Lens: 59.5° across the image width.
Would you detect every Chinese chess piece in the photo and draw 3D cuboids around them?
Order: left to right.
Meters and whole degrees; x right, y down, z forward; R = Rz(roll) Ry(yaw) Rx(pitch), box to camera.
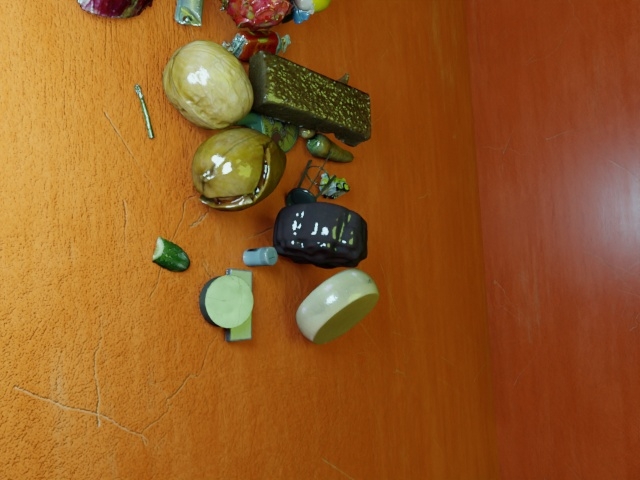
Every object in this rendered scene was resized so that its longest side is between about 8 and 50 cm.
[{"bbox_3d":[0.052,0.199,1.683,0.273,0.273,0.102,0,47,-55],"label":"Chinese chess piece"}]

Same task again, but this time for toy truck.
[{"bbox_3d":[0.041,-0.187,1.875,0.111,0.076,0.076,4,65,-52],"label":"toy truck"}]

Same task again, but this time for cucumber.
[{"bbox_3d":[-0.344,0.038,1.328,0.107,0.035,0.067,34,57,-50],"label":"cucumber"}]

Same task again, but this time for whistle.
[{"bbox_3d":[-0.324,-0.699,1.436,0.068,0.057,0.326,5,78,-9],"label":"whistle"}]

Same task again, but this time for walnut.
[{"bbox_3d":[-0.268,-0.367,1.349,0.221,0.196,0.195,54,46,-35],"label":"walnut"},{"bbox_3d":[-0.194,-0.195,1.437,0.336,0.209,0.208,-50,125,-55],"label":"walnut"}]

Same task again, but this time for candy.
[{"bbox_3d":[-0.184,-0.554,1.594,0.292,0.059,0.086,-27,149,-50],"label":"candy"}]

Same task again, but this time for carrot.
[{"bbox_3d":[0.053,-0.300,1.910,0.298,0.078,0.078,7,80,-58],"label":"carrot"}]

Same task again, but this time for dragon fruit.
[{"bbox_3d":[-0.188,-0.697,1.509,0.268,0.210,0.205,53,41,9],"label":"dragon fruit"}]

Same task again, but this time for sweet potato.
[{"bbox_3d":[0.011,-0.423,1.842,0.354,0.095,0.106,-58,175,-38],"label":"sweet potato"}]

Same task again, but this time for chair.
[{"bbox_3d":[-0.024,-0.179,1.743,0.104,0.095,0.221,29,57,0],"label":"chair"}]

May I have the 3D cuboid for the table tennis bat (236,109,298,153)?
[{"bbox_3d":[-0.164,-0.355,1.634,0.329,0.044,0.214,-17,100,-56],"label":"table tennis bat"}]

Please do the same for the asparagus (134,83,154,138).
[{"bbox_3d":[-0.408,-0.299,1.298,0.018,0.015,0.127,-29,109,-54],"label":"asparagus"}]

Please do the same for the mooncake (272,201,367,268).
[{"bbox_3d":[0.000,0.000,1.610,0.283,0.283,0.141,31,61,-49],"label":"mooncake"}]

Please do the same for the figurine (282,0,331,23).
[{"bbox_3d":[-0.071,-0.735,1.644,0.185,0.234,0.127,35,62,-47],"label":"figurine"}]

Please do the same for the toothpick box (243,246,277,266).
[{"bbox_3d":[-0.165,0.045,1.536,0.052,0.083,0.052,11,76,-54],"label":"toothpick box"}]

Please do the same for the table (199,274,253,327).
[{"bbox_3d":[-0.239,0.154,1.419,0.134,0.043,0.133,5,81,-36],"label":"table"}]

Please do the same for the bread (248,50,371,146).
[{"bbox_3d":[-0.025,-0.410,1.653,0.417,0.113,0.165,11,71,-40],"label":"bread"}]

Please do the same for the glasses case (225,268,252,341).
[{"bbox_3d":[-0.218,0.170,1.482,0.072,0.042,0.190,7,80,-43],"label":"glasses case"}]

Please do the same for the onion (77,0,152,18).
[{"bbox_3d":[-0.433,-0.658,1.205,0.280,0.146,0.314,-43,116,-53],"label":"onion"}]
